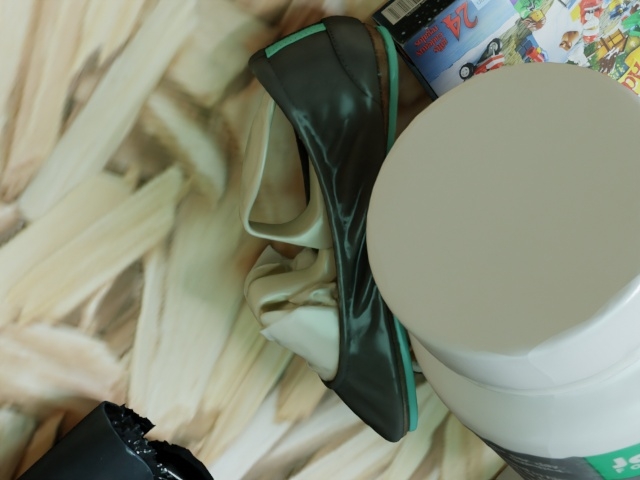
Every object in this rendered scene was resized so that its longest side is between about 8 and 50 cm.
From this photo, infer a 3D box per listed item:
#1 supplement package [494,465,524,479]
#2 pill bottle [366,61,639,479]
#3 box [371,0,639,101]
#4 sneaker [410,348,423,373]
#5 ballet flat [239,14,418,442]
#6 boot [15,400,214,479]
[{"bbox_3d":[0.222,0.311,1.392,0.177,0.175,0.293,-49,130,8],"label":"supplement package"},{"bbox_3d":[0.171,0.052,1.123,0.204,0.204,0.361,-42,146,3],"label":"pill bottle"},{"bbox_3d":[0.165,-0.149,1.141,0.233,0.044,0.159,-40,130,1],"label":"box"},{"bbox_3d":[0.097,0.082,1.268,0.083,0.032,0.037,-12,125,-20],"label":"sneaker"},{"bbox_3d":[0.000,0.000,1.132,0.096,0.095,0.280,-10,115,-10],"label":"ballet flat"},{"bbox_3d":[-0.139,0.233,1.201,0.207,0.094,0.246,-34,124,1],"label":"boot"}]
